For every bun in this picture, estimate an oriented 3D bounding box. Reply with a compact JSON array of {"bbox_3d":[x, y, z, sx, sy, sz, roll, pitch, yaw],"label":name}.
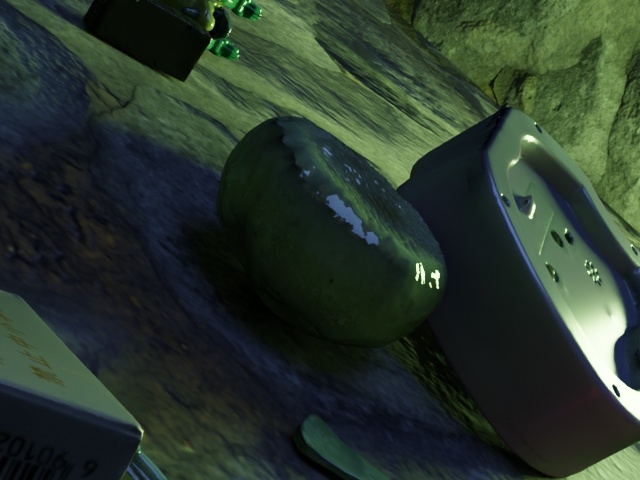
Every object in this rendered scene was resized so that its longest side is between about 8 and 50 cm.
[{"bbox_3d":[0.000,0.000,0.808,0.195,0.118,0.195,40,19,-17],"label":"bun"}]

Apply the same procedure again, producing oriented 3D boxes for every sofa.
[{"bbox_3d":[-0.175,-0.215,1.090,0.118,0.060,0.039,26,15,-32],"label":"sofa"}]

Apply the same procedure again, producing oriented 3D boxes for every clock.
[{"bbox_3d":[0.207,0.045,0.971,0.338,0.102,0.338,38,33,-31],"label":"clock"}]

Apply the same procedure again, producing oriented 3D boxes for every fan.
[{"bbox_3d":[0.062,0.175,0.664,0.193,0.016,0.038,37,20,-1],"label":"fan"}]

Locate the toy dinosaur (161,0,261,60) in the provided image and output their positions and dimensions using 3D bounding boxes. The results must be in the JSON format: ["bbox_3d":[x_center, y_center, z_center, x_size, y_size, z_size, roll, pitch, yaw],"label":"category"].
[{"bbox_3d":[-0.179,-0.293,1.249,0.259,0.094,0.153,38,11,29],"label":"toy dinosaur"}]

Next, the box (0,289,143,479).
[{"bbox_3d":[-0.193,0.028,0.357,0.233,0.067,0.149,27,-3,-35],"label":"box"}]

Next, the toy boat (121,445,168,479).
[{"bbox_3d":[-0.072,0.121,0.452,0.173,0.059,0.069,43,18,15],"label":"toy boat"}]
